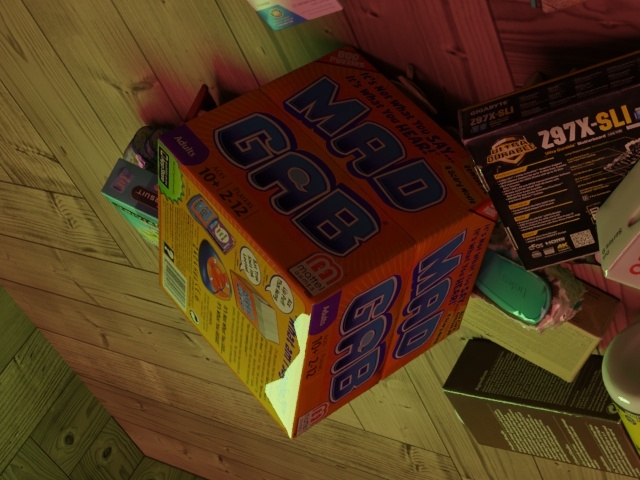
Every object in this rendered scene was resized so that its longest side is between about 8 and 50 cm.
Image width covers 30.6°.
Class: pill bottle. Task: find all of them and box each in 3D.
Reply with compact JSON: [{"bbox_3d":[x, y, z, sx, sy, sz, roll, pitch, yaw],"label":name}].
[{"bbox_3d":[0.600,0.292,1.926,0.188,0.188,0.334,6,142,41],"label":"pill bottle"}]

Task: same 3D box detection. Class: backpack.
[{"bbox_3d":[-0.313,-0.168,2.252,0.114,0.105,0.084,33,130,-6],"label":"backpack"}]

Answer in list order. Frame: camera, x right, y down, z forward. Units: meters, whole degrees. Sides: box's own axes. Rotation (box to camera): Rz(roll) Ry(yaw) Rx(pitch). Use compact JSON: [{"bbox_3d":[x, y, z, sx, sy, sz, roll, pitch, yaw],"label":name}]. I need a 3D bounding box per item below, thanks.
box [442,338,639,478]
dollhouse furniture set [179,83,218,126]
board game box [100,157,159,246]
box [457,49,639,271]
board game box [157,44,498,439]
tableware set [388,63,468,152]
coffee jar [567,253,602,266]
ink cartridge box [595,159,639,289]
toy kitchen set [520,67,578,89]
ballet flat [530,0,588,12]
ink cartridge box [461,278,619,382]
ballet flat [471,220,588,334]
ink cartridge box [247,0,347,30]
[{"bbox_3d":[0.441,0.311,2.181,0.381,0.143,0.191,4,141,41],"label":"box"},{"bbox_3d":[-0.126,-0.114,2.137,0.201,0.152,0.374,25,168,15],"label":"dollhouse furniture set"},{"bbox_3d":[-0.251,-0.022,2.236,0.253,0.079,0.336,25,169,13],"label":"board game box"},{"bbox_3d":[0.373,-0.106,1.506,0.322,0.079,0.257,-17,128,20],"label":"box"},{"bbox_3d":[0.000,0.000,1.760,0.356,0.356,0.356,46,150,26],"label":"board game box"},{"bbox_3d":[0.173,-0.184,1.786,0.194,0.039,0.128,45,162,-9],"label":"tableware set"},{"bbox_3d":[0.433,-0.001,1.738,0.184,0.096,0.079,13,143,35],"label":"coffee jar"},{"bbox_3d":[0.519,-0.017,1.444,0.289,0.121,0.211,19,133,-13],"label":"ink cartridge box"},{"bbox_3d":[0.357,-0.120,1.600,0.166,0.122,0.207,-1,137,47],"label":"toy kitchen set"},{"bbox_3d":[0.275,-0.390,1.311,0.106,0.108,0.316,-1,146,17],"label":"ballet flat"},{"bbox_3d":[0.368,0.123,2.010,0.234,0.088,0.193,28,153,9],"label":"ink cartridge box"},{"bbox_3d":[0.259,0.018,1.889,0.409,0.147,0.147,39,159,36],"label":"ballet flat"},{"bbox_3d":[-0.060,-0.396,1.616,0.139,0.082,0.190,-9,138,41],"label":"ink cartridge box"}]
